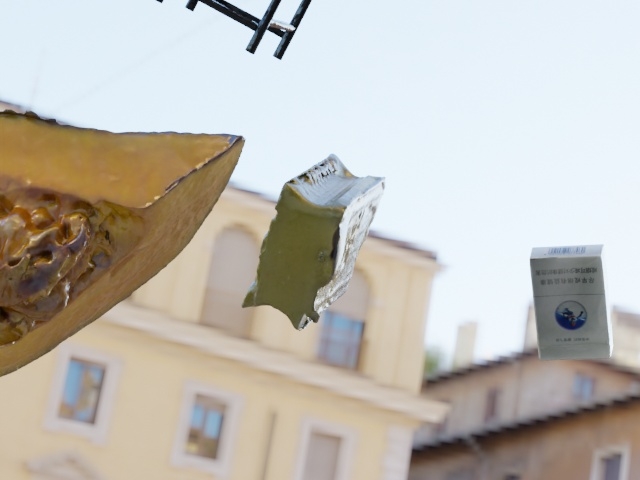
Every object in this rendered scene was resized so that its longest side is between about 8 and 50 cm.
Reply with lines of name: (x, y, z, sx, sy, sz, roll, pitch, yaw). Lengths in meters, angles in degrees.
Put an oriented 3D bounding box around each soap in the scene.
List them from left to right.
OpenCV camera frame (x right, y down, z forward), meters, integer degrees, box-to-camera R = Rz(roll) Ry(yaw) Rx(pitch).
soap: (-0.002, -0.001, 1.857, 0.076, 0.135, 0.233, 22, 12, 6)

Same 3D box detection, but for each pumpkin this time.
pumpkin: (-0.204, -0.016, 1.227, 0.163, 0.278, 0.111, 45, -23, 20)

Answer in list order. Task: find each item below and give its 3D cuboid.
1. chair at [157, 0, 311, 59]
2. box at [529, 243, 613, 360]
chair: (-0.055, -0.354, 2.164, 0.154, 0.260, 0.141, 30, 9, 11)
box: (0.181, 0.045, 1.368, 0.054, 0.083, 0.024, -3, 22, 13)
